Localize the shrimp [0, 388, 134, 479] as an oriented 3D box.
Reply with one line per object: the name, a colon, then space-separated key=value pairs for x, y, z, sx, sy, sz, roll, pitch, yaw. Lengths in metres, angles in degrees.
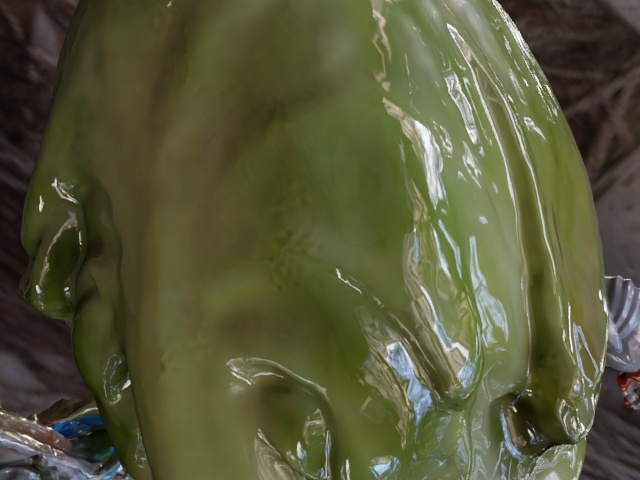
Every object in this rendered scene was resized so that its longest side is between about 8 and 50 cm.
shrimp: x=-0.263 y=0.137 z=0.830 sx=0.110 sy=0.445 sz=0.221 roll=14 pitch=-76 yaw=39

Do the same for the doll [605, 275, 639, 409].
doll: x=0.292 y=0.098 z=1.296 sx=0.094 sy=0.180 sz=0.079 roll=-33 pitch=-177 yaw=27

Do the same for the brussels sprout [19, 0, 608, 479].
brussels sprout: x=0.000 y=0.000 z=0.605 sx=0.247 sy=0.328 sz=0.328 roll=-13 pitch=-139 yaw=25
